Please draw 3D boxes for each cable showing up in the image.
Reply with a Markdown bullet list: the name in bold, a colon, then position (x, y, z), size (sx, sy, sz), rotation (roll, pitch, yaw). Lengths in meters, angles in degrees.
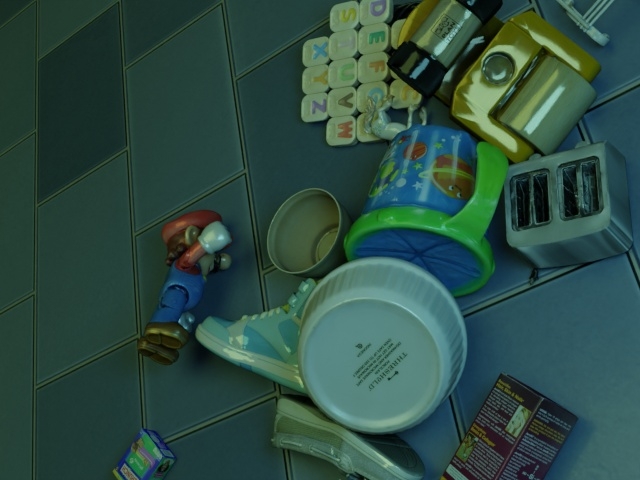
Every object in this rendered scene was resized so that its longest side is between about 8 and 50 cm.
- **cable**: position (0.153, -0.376, 1.714), size (0.185, 0.047, 0.150), rotation (-54, 48, 4)

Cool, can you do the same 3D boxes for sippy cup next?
- **sippy cup**: position (0.173, -0.056, 1.449), size (0.305, 0.240, 0.224), rotation (-3, 56, 27)

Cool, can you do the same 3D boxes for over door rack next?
- **over door rack**: position (0.436, -0.510, 1.467), size (0.324, 0.108, 0.239), rotation (50, 117, 20)

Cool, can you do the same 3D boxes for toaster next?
- **toaster**: position (0.372, -0.047, 1.352), size (0.168, 0.110, 0.186), rotation (-13, 63, 34)

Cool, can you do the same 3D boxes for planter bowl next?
- **planter bowl**: position (0.000, 0.000, 1.618), size (0.162, 0.109, 0.162), rotation (-17, 60, 32)

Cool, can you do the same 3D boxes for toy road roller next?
- **toy road roller**: position (0.282, -0.281, 1.506), size (0.329, 0.240, 0.203), rotation (38, 96, 4)

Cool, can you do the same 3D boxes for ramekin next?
- **ramekin**: position (0.086, 0.169, 1.367), size (0.272, 0.127, 0.273), rotation (3, 103, 12)

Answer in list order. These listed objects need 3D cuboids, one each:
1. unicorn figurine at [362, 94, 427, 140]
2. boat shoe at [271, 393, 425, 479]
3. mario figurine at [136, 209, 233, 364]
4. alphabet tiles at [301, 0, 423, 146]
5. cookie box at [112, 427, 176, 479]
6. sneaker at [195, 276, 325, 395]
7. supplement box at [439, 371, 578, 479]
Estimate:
- **unicorn figurine**: position (0.145, -0.199, 1.626), size (0.161, 0.060, 0.111), rotation (27, 103, 36)
- **boat shoe**: position (0.035, 0.338, 1.439), size (0.320, 0.118, 0.103), rotation (16, 90, 45)
- **mario figurine**: position (-0.237, 0.082, 1.741), size (0.198, 0.170, 0.321), rotation (-11, 49, 33)
- **alphabet tiles**: position (0.074, -0.325, 1.719), size (0.277, 0.021, 0.284), rotation (-2, 84, 35)
- **cookie box**: position (-0.340, 0.434, 1.728), size (0.092, 0.040, 0.107), rotation (38, 95, 41)
- **sneaker**: position (-0.068, 0.143, 1.599), size (0.318, 0.127, 0.208), rotation (18, 83, 32)
- **supplement box**: position (0.266, 0.299, 1.276), size (0.188, 0.080, 0.104), rotation (-60, 27, 0)
